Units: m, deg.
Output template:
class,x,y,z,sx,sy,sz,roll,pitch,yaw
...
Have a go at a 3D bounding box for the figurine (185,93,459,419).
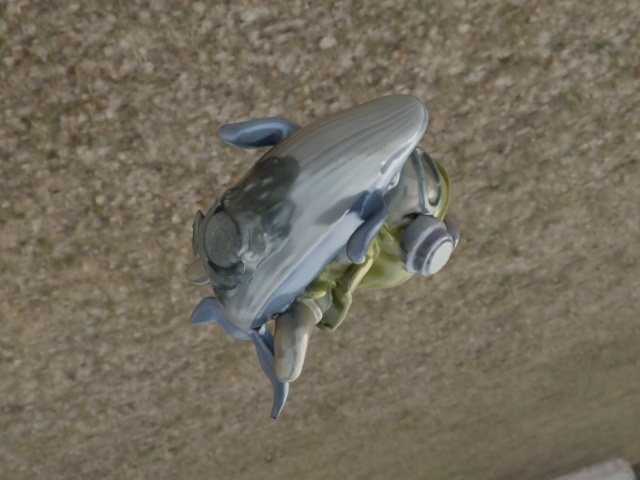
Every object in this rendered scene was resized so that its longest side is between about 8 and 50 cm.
class,x,y,z,sx,sy,sz,roll,pitch,yaw
figurine,0.000,0.000,0.590,0.184,0.128,0.208,3,126,-53
